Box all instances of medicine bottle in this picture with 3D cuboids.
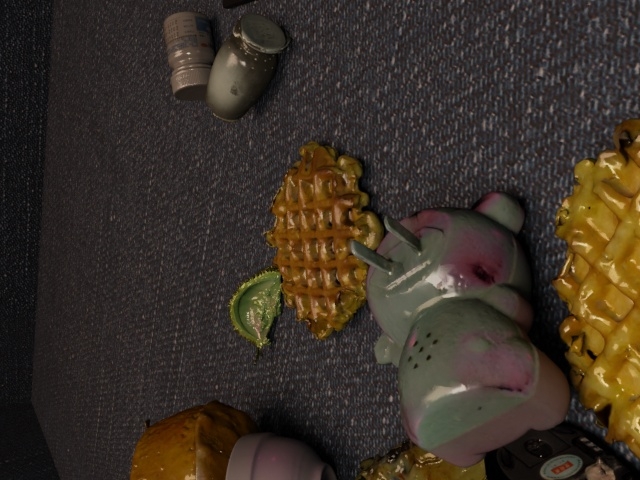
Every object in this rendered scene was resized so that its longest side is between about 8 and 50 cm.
[{"bbox_3d":[-0.276,-0.395,1.691,0.105,0.105,0.168,-21,76,57],"label":"medicine bottle"}]

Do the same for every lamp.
[{"bbox_3d":[0.143,0.086,0.939,0.247,0.247,0.301,-40,34,31],"label":"lamp"}]

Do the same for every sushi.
[{"bbox_3d":[0.159,0.324,1.096,0.139,0.131,0.291,51,132,8],"label":"sushi"}]

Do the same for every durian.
[{"bbox_3d":[-0.128,0.137,1.558,0.100,0.086,0.215,32,119,36],"label":"durian"}]

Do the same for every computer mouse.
[{"bbox_3d":[0.283,0.295,0.875,0.233,0.137,0.096,41,147,54],"label":"computer mouse"}]

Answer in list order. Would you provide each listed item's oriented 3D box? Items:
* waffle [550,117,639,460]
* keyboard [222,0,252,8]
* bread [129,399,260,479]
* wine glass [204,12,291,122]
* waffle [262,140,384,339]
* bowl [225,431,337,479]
[{"bbox_3d":[0.374,0.065,0.744,0.380,0.095,0.382,0,97,59],"label":"waffle"},{"bbox_3d":[-0.113,-0.506,1.498,0.310,0.018,0.100,9,100,57],"label":"keyboard"},{"bbox_3d":[-0.197,0.499,1.466,0.398,0.215,0.398,-12,-90,-83],"label":"bread"},{"bbox_3d":[-0.145,-0.324,1.486,0.204,0.111,0.111,-50,53,46],"label":"wine glass"},{"bbox_3d":[0.000,0.000,1.342,0.302,0.068,0.325,59,141,35],"label":"waffle"},{"bbox_3d":[-0.048,0.468,1.345,0.144,0.287,0.286,-9,90,13],"label":"bowl"}]
